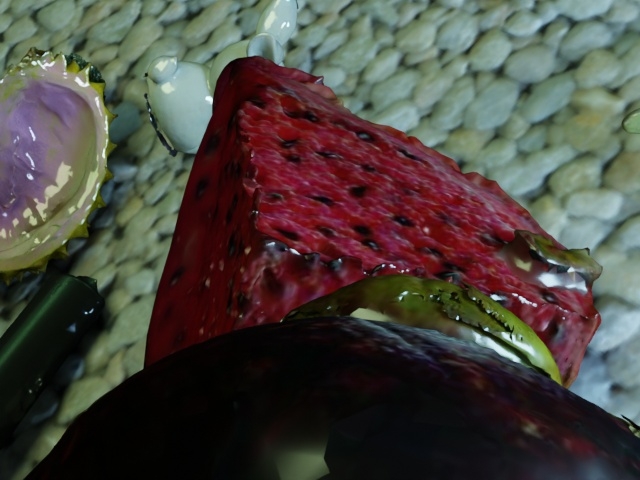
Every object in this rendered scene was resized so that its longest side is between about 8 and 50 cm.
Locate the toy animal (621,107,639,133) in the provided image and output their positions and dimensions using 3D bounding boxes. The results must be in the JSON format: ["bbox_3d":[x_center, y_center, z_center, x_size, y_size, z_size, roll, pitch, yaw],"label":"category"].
[{"bbox_3d":[0.252,-0.084,1.097,0.137,0.098,0.098,4,56,15],"label":"toy animal"}]

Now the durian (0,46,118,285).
[{"bbox_3d":[-0.247,-0.044,1.389,0.165,0.132,0.182,4,57,23],"label":"durian"}]

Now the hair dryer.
[{"bbox_3d":[-0.207,0.140,1.239,0.244,0.116,0.302,9,54,37],"label":"hair dryer"}]

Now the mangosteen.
[{"bbox_3d":[0.008,0.191,0.815,0.381,0.381,0.421,-24,46,17],"label":"mangosteen"}]

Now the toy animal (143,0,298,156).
[{"bbox_3d":[-0.067,-0.119,1.372,0.124,0.085,0.071,-15,30,18],"label":"toy animal"}]

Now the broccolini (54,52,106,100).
[{"bbox_3d":[-0.274,-0.068,1.493,0.239,0.054,0.051,-38,56,6],"label":"broccolini"}]

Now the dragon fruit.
[{"bbox_3d":[0.000,0.000,1.104,0.302,0.240,0.330,-16,52,-2],"label":"dragon fruit"}]
